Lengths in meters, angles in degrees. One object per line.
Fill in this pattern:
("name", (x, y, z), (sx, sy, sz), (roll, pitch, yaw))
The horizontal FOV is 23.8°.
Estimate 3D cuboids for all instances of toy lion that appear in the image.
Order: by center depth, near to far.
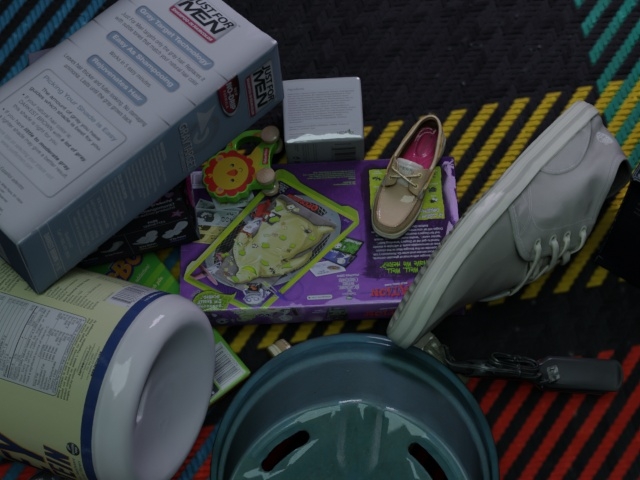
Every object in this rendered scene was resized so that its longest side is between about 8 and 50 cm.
("toy lion", (-0.098, -0.093, 1.895), (0.096, 0.034, 0.100), (-1, 60, 11))

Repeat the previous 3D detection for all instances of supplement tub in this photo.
("supplement tub", (-0.309, 0.143, 1.746), (0.324, 0.235, 0.235), (14, 73, 21))

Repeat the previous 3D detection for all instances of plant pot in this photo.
("plant pot", (0.034, 0.276, 1.615), (0.341, 0.334, 0.341), (0, 89, 2))

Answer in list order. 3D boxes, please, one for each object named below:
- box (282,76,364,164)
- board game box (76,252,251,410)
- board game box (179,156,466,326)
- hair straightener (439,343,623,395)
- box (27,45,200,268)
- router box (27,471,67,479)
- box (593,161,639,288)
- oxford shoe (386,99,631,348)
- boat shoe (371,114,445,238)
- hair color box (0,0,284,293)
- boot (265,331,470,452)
("box", (0.004, -0.146, 1.915), (0.101, 0.101, 0.087), (-2, 72, 1))
("board game box", (-0.212, 0.105, 1.877), (0.124, 0.039, 0.259), (-37, 78, -10))
("board game box", (0.000, 0.000, 1.878), (0.346, 0.056, 0.208), (-2, 56, 1))
("hair straightener", (0.252, 0.146, 1.794), (0.230, 0.089, 0.047), (11, 76, -12))
("box", (-0.252, -0.117, 1.859), (0.163, 0.142, 0.247), (-14, 59, 2))
("router box", (-0.278, 0.312, 1.812), (0.092, 0.038, 0.122), (-32, 74, -9))
("box", (0.496, -0.114, 1.781), (0.179, 0.312, 0.343), (31, 76, 10))
("oxford shoe", (0.235, -0.010, 1.782), (0.130, 0.169, 0.449), (44, 51, 5))
("boat shoe", (0.106, -0.083, 1.860), (0.063, 0.059, 0.170), (18, 63, 12))
("hair color box", (-0.240, -0.133, 1.716), (0.374, 0.114, 0.185), (-40, 64, -19))
("boot", (0.056, 0.154, 1.832), (0.213, 0.077, 0.165), (41, 79, 6))
